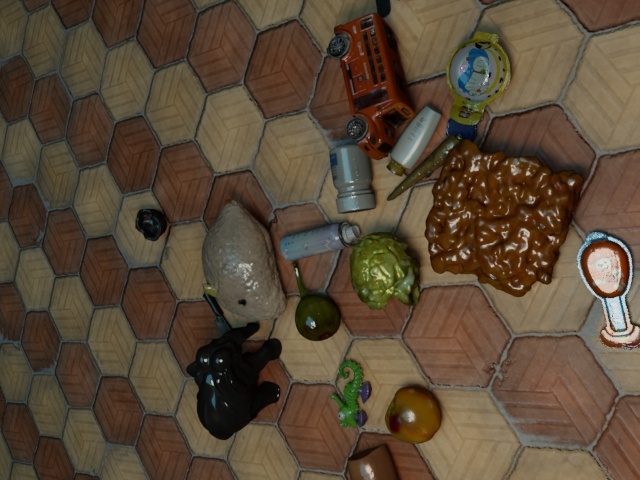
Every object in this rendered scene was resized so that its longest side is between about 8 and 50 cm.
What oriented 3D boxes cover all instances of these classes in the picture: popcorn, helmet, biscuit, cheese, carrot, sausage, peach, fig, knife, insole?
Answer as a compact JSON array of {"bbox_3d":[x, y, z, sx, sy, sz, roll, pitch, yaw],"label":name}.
[{"bbox_3d":[0.165,0.083,1.491,0.212,0.198,0.198,30,111,0],"label":"popcorn"},{"bbox_3d":[-0.545,-0.055,1.982,0.123,0.070,0.098,35,117,18],"label":"helmet"},{"bbox_3d":[0.394,-0.045,1.359,0.312,0.110,0.318,21,105,29],"label":"biscuit"},{"bbox_3d":[0.352,-0.349,1.391,0.156,0.064,0.250,24,118,30],"label":"cheese"},{"bbox_3d":[0.251,-0.171,1.481,0.254,0.049,0.049,-41,72,34],"label":"carrot"},{"bbox_3d":[0.164,0.688,1.552,0.121,0.121,0.304,-24,80,32],"label":"sausage"},{"bbox_3d":[0.230,0.434,1.491,0.138,0.138,0.138,3,95,32],"label":"peach"},{"bbox_3d":[-0.035,0.164,1.651,0.124,0.124,0.236,-43,61,27],"label":"fig"},{"bbox_3d":[-0.305,0.262,1.884,0.230,0.028,0.060,56,131,13],"label":"knife"},{"bbox_3d":[0.611,0.106,1.272,0.106,0.037,0.256,-15,85,34],"label":"cheese"},{"bbox_3d":[0.157,-0.641,1.529,0.053,0.002,0.153,-7,90,33],"label":"insole"}]

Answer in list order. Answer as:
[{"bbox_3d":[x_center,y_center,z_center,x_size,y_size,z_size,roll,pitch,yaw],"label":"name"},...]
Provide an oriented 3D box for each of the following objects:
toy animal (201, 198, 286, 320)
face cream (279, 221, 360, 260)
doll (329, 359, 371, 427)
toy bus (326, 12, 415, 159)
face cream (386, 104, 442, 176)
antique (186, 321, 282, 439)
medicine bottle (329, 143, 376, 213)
[{"bbox_3d":[-0.237,0.063,1.725,0.226,0.188,0.358,-15,85,27],"label":"toy animal"},{"bbox_3d":[0.000,0.000,1.634,0.229,0.075,0.075,-14,86,33],"label":"face cream"},{"bbox_3d":[0.079,0.416,1.630,0.115,0.050,0.190,12,99,24],"label":"doll"},{"bbox_3d":[0.132,-0.368,1.467,0.153,0.143,0.329,-16,75,26],"label":"toy bus"},{"bbox_3d":[0.228,-0.242,1.484,0.072,0.051,0.182,42,113,25],"label":"face cream"},{"bbox_3d":[-0.243,0.405,1.717,0.185,0.255,0.322,7,95,34],"label":"antique"},{"bbox_3d":[0.082,-0.158,1.552,0.105,0.105,0.168,-9,89,33],"label":"medicine bottle"}]
